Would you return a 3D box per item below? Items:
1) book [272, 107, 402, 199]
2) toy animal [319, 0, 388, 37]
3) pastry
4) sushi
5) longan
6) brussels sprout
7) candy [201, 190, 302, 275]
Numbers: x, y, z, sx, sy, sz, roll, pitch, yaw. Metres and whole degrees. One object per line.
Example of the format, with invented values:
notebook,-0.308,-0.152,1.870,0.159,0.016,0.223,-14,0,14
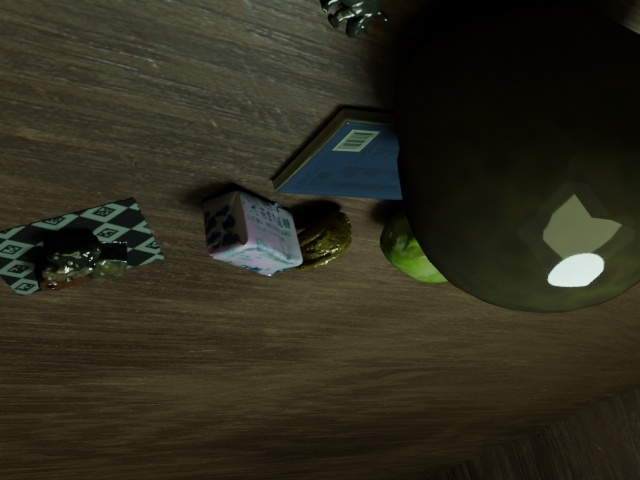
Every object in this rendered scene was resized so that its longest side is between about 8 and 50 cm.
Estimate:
book,0.092,-0.113,1.427,0.269,0.025,0.191,1,153,-34
toy animal,0.032,-0.249,1.053,0.065,0.047,0.136,-27,150,6
pastry,0.000,0.000,1.542,0.109,0.057,0.097,-32,-168,-11
sushi,-0.348,0.034,1.451,0.231,0.047,0.220,-15,157,-2
longan,0.258,-0.089,1.209,0.404,0.336,0.404,21,158,9
brussels sprout,0.187,-0.008,1.602,0.183,0.131,0.145,-25,133,19
candy,-0.098,-0.010,1.454,0.073,0.092,0.160,-20,159,24
